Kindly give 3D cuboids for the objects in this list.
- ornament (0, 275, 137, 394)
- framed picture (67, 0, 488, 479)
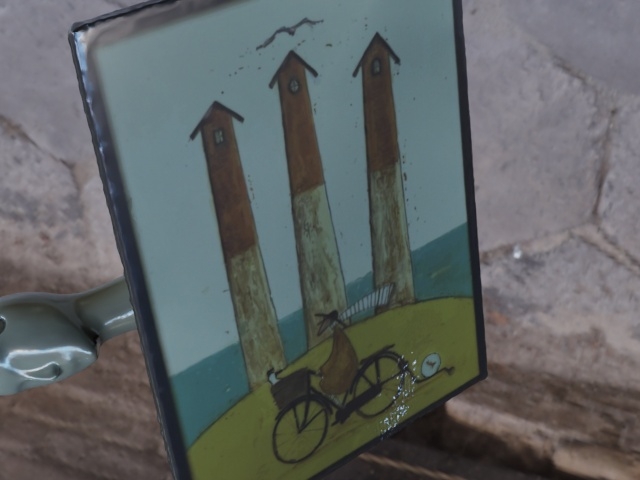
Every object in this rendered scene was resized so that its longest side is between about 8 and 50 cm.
[{"bbox_3d":[-0.187,0.066,0.774,0.156,0.081,0.075,-18,139,-9],"label":"ornament"},{"bbox_3d":[0.000,0.000,0.610,0.013,0.244,0.324,27,134,47],"label":"framed picture"}]
